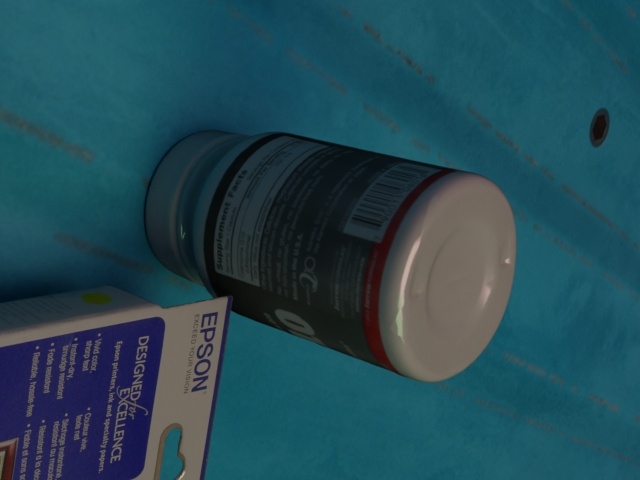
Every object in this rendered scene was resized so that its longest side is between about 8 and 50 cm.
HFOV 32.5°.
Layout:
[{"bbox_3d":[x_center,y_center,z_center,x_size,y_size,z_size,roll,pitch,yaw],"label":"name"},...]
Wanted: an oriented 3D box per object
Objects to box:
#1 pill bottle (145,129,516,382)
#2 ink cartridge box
[{"bbox_3d":[0.000,0.000,0.892,0.161,0.283,0.161,-20,117,-45],"label":"pill bottle"},{"bbox_3d":[-0.223,0.188,0.827,0.307,0.072,0.303,-9,117,-46],"label":"ink cartridge box"}]
